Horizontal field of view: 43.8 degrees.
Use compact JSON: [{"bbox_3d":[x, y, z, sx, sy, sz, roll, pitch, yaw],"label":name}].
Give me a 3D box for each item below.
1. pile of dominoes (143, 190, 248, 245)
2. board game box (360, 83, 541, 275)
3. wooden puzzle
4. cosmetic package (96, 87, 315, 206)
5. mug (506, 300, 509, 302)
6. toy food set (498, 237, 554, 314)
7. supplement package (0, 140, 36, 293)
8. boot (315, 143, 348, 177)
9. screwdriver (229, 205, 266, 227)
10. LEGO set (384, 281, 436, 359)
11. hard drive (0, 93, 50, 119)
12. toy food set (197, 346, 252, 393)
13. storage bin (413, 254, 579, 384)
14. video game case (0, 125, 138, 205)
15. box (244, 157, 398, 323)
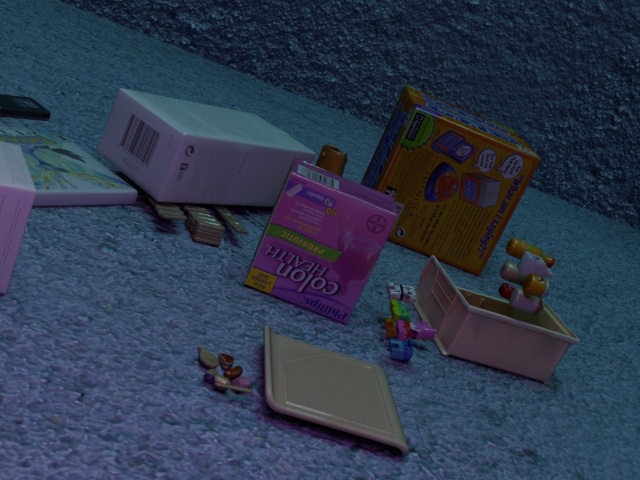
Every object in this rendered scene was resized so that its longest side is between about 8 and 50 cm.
[{"bbox_3d":[-0.280,-0.055,1.697,0.196,0.040,0.251,12,14,-28],"label":"pile of dominoes"},{"bbox_3d":[0.336,-0.178,2.217,0.356,0.356,0.356,22,19,-6],"label":"board game box"},{"bbox_3d":[0.015,0.233,1.235,0.239,0.044,0.221,24,18,-13],"label":"wooden puzzle"},{"bbox_3d":[-0.247,-0.200,1.814,0.230,0.161,0.453,36,20,30],"label":"cosmetic package"},{"bbox_3d":[0.482,0.166,1.951,0.064,0.078,0.062,1,60,-30],"label":"mug"},{"bbox_3d":[0.440,0.086,1.631,0.105,0.111,0.232,21,16,-6],"label":"toy food set"},{"bbox_3d":[-0.575,-0.058,1.102,0.293,0.177,0.175,11,23,-34],"label":"supplement package"},{"bbox_3d":[0.004,-0.110,1.870,0.104,0.211,0.295,18,20,-14],"label":"boot"},{"bbox_3d":[-0.153,-0.051,1.823,0.170,0.024,0.025,36,-7,25],"label":"screwdriver"},{"bbox_3d":[0.178,0.165,1.522,0.093,0.087,0.227,6,21,-3],"label":"LEGO set"},{"bbox_3d":[-0.718,-0.316,1.865,0.094,0.022,0.135,35,22,30],"label":"hard drive"},{"bbox_3d":[-0.140,0.198,1.176,0.078,0.019,0.122,16,12,-21],"label":"toy food set"},{"bbox_3d":[0.359,0.162,1.695,0.262,0.123,0.260,17,20,-17],"label":"storage bin"},{"bbox_3d":[-0.577,-0.152,1.571,0.300,0.036,0.329,35,21,28],"label":"video game case"},{"bbox_3d":[0.000,0.000,1.520,0.214,0.242,0.117,22,19,-6],"label":"box"}]
